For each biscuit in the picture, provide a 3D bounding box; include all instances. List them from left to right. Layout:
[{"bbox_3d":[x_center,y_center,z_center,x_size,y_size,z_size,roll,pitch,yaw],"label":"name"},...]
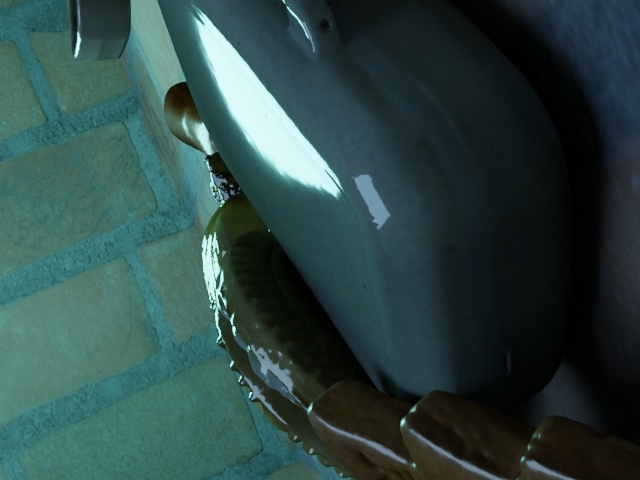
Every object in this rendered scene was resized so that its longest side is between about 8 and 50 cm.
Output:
[{"bbox_3d":[0.026,0.091,0.707,0.259,0.079,0.259,34,-164,-11],"label":"biscuit"},{"bbox_3d":[0.128,0.153,0.459,0.284,0.043,0.306,37,157,-2],"label":"biscuit"}]

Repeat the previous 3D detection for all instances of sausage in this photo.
[{"bbox_3d":[-0.151,-0.163,1.269,0.300,0.083,0.089,-144,38,-63],"label":"sausage"}]

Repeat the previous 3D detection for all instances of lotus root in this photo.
[{"bbox_3d":[-0.042,0.056,1.051,0.169,0.152,0.342,-35,74,63],"label":"lotus root"}]

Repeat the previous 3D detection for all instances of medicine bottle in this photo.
[{"bbox_3d":[0.011,-0.070,0.590,0.375,0.123,0.282,55,168,41],"label":"medicine bottle"}]

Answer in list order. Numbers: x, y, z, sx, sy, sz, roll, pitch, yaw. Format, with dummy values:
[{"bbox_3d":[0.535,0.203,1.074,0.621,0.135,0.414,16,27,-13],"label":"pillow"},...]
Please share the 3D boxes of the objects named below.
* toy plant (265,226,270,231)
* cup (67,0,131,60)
[{"bbox_3d":[0.000,0.000,0.882,0.092,0.093,0.162,67,165,-5],"label":"toy plant"},{"bbox_3d":[-0.175,-0.309,0.776,0.288,0.208,0.273,62,172,-22],"label":"cup"}]
